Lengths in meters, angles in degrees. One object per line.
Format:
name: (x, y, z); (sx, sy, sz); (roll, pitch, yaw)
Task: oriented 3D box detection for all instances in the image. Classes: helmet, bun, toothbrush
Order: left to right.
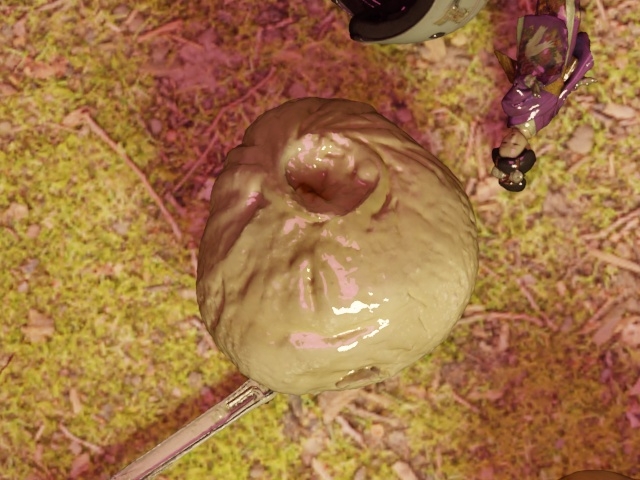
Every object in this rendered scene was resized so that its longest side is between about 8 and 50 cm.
toothbrush: (-0.073, 0.136, 1.604); (0.294, 0.028, 0.026); (-36, 70, 3)
bun: (0.000, 0.000, 1.535); (0.243, 0.153, 0.244); (-6, 61, 12)
helmet: (0.085, -0.235, 1.590); (0.153, 0.107, 0.177); (-57, 37, 35)

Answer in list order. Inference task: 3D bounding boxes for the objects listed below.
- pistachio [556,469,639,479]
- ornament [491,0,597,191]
pistachio: (0.240, 0.302, 1.410); (0.229, 0.238, 0.321); (-27, 43, 10)
ornament: (0.175, -0.140, 1.575); (0.088, 0.081, 0.203); (11, 83, 13)
